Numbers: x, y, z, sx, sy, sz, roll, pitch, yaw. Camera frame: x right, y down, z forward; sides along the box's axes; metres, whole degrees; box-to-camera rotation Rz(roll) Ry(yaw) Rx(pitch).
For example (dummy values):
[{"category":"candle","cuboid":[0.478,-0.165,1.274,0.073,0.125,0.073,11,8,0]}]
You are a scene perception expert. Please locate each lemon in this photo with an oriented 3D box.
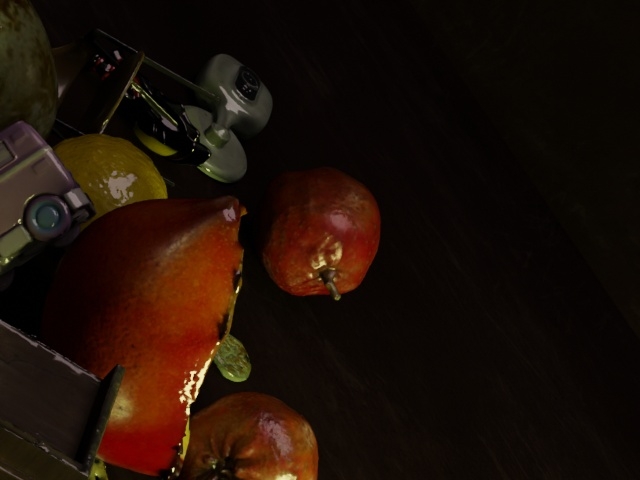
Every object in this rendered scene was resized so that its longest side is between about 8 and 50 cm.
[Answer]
[{"category":"lemon","cuboid":[-0.289,-0.037,1.640,0.192,0.192,0.231,42,22,-14]}]

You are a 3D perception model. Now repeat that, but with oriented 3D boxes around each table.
[{"category":"table","cuboid":[-0.324,0.190,1.252,0.169,0.193,0.172,34,32,-17]}]

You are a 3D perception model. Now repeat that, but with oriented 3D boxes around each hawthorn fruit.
[{"category":"hawthorn fruit","cuboid":[-0.078,0.274,1.583,0.179,0.179,0.200,61,19,22]},{"category":"hawthorn fruit","cuboid":[0.000,0.000,2.020,0.205,0.205,0.253,32,20,-32]}]

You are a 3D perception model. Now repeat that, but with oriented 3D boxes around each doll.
[{"category":"doll","cuboid":[-0.267,-0.203,2.030,0.249,0.088,0.127,43,47,7]}]

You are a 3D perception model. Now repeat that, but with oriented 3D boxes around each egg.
[{"category":"egg","cuboid":[-0.447,-0.218,1.589,0.289,0.238,0.238,51,21,-37]}]

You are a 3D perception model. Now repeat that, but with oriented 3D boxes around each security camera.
[{"category":"security camera","cuboid":[-0.162,-0.212,2.208,0.157,0.080,0.301,41,30,-18]}]

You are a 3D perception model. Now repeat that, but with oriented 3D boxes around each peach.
[{"category":"peach","cuboid":[-0.211,0.084,1.461,0.201,0.361,0.257,16,31,-8]}]

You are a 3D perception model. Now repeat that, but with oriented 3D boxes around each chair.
[{"category":"chair","cuboid":[-0.306,-0.191,1.837,0.247,0.172,0.158,37,62,-24]}]

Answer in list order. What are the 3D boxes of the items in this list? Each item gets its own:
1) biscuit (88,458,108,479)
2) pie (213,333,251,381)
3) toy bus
[{"category":"biscuit","cuboid":[-0.304,0.266,1.411,0.203,0.016,0.144,19,40,-47]},{"category":"pie","cuboid":[-0.128,0.164,1.821,0.085,0.017,0.085,38,28,-25]},{"category":"toy bus","cuboid":[-0.371,-0.027,1.466,0.142,0.202,0.142,55,-8,0]}]
